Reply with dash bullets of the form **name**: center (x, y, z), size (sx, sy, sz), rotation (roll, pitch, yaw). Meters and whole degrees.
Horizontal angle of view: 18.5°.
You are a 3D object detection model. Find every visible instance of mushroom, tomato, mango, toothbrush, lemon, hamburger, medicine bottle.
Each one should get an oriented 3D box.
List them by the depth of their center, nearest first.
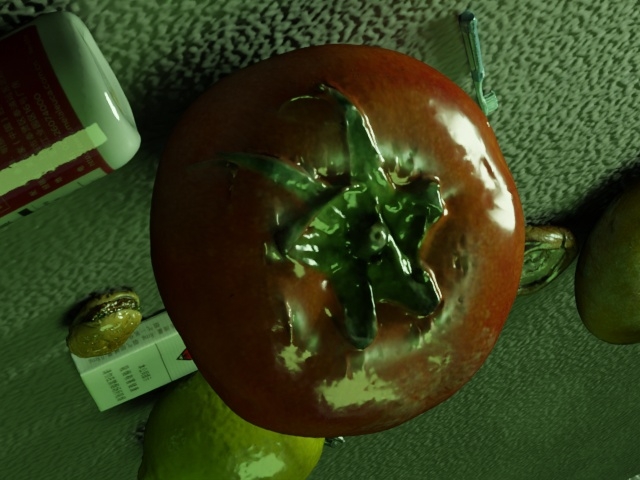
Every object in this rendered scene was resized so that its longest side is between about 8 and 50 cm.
- **medicine bottle**: center (-0.269, -0.066, 1.475), size (0.250, 0.131, 0.131), rotation (-27, 158, 3)
- **tomato**: center (0.000, 0.000, 1.701), size (0.341, 0.341, 0.273), rotation (-17, -172, -19)
- **toothbrush**: center (0.151, -0.165, 1.858), size (0.019, 0.016, 0.219), rotation (-27, 158, 0)
- **hamburger**: center (-0.220, 0.087, 1.992), size (0.076, 0.044, 0.083), rotation (-8, 155, -36)
- **lemon**: center (-0.103, 0.219, 2.236), size (0.248, 0.184, 0.184), rotation (-24, 159, 9)
- **mushroom**: center (0.252, 0.018, 2.335), size (0.123, 0.052, 0.123), rotation (-19, 149, -12)
- **mango**: center (0.402, 0.003, 2.343), size (0.193, 0.146, 0.316), rotation (-31, 155, -37)

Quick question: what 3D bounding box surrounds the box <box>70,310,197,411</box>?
- **box**: center (-0.144, 0.106, 2.131), size (0.245, 0.035, 0.139), rotation (-22, 158, -6)

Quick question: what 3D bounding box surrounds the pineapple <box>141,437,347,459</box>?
- **pineapple**: center (-0.071, 0.257, 2.400), size (0.279, 0.157, 0.158), rotation (-25, 158, -10)
